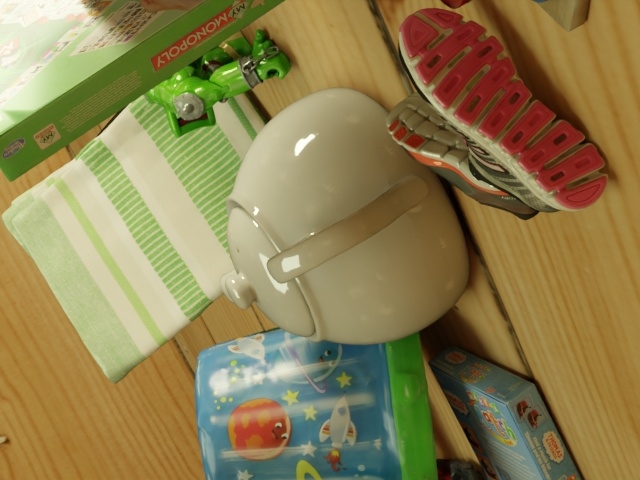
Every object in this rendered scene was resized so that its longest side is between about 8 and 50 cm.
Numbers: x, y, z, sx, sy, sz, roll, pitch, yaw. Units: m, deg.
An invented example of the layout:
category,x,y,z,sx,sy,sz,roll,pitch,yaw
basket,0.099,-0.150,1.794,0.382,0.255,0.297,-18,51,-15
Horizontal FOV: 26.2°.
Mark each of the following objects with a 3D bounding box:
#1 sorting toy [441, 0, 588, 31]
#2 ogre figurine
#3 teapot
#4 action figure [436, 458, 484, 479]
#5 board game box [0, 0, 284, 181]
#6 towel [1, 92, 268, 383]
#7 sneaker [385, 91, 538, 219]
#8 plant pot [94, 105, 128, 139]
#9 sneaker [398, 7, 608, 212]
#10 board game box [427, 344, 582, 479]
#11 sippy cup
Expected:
category,x,y,z,sx,sy,sz,roll,pitch,yaw
sorting toy,0.095,-0.198,0.766,0.132,0.046,0.274,51,164,27
ogre figurine,-0.113,-0.167,1.387,0.197,0.118,0.097,43,159,44
teapot,0.000,0.000,1.220,0.252,0.187,0.256,45,160,41
action figure,0.067,0.289,1.643,0.330,0.178,0.341,66,165,10
board game box,-0.152,-0.204,1.029,0.213,0.317,0.046,48,168,34
towel,-0.182,-0.034,1.541,0.248,0.325,0.038,54,-166,13
sneaker,0.104,-0.057,1.011,0.158,0.061,0.065,43,166,48
plant pot,-0.172,-0.084,1.666,0.188,0.167,0.187,53,165,21
sneaker,0.111,-0.078,0.906,0.170,0.063,0.075,44,164,3
board game box,0.193,0.211,1.310,0.212,0.039,0.160,61,166,-19
sippy cup,-0.005,0.176,1.370,0.305,0.224,0.240,-87,-10,-81
